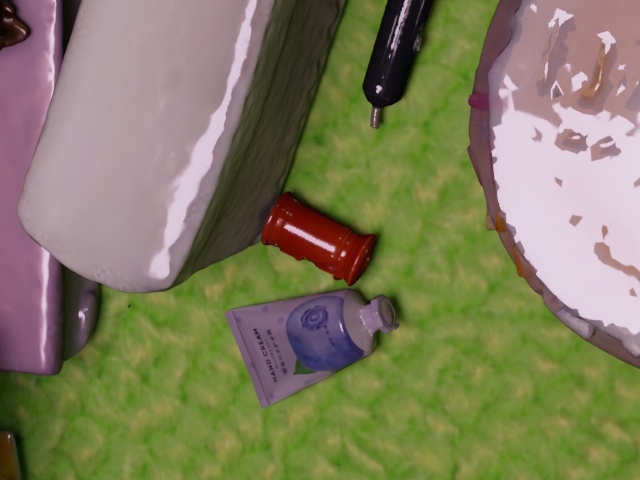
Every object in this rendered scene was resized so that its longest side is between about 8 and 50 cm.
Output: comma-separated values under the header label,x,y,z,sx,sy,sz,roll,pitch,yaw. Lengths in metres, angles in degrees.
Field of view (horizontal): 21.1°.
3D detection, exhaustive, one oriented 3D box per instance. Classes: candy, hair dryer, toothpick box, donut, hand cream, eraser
label,x,y,z,sx,sy,sz,roll,pitch,yaw
candy,-0.085,-0.152,1.255,0.145,0.208,0.359,22,103,12
hair dryer,0.079,-0.182,1.286,0.124,0.071,0.219,23,109,11
toothpick box,0.000,0.000,1.335,0.083,0.047,0.047,27,103,10
donut,0.289,-0.086,1.189,0.382,0.142,0.382,1,93,16
hand cream,-0.006,0.076,1.350,0.142,0.053,0.084,-20,92,27
eraser,-0.311,-0.084,1.373,0.272,0.122,0.359,2,99,13

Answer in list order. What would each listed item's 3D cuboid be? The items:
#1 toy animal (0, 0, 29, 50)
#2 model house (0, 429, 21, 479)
label,x,y,z,sx,sy,sz,roll,pitch,yaw
toy animal,-0.254,-0.182,1.242,0.179,0.089,0.188,0,109,15
model house,-0.376,0.284,1.326,0.300,0.323,0.340,-3,55,15
